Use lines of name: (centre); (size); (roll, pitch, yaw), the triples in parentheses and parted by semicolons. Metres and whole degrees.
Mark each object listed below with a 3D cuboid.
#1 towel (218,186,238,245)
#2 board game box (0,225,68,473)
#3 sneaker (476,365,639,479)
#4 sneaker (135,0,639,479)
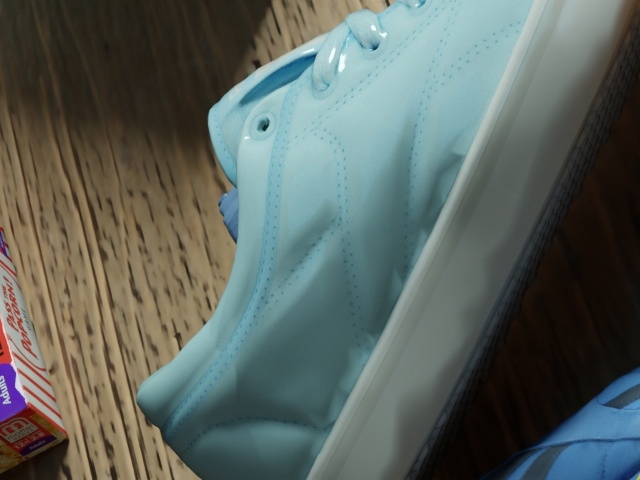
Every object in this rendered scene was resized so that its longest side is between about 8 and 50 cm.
towel: (0.000, 0.000, 0.905); (0.067, 0.029, 0.119); (-53, 46, 18)
board game box: (-0.243, 0.085, 1.058); (0.193, 0.045, 0.147); (-30, 54, 8)
sneaker: (0.110, 0.094, 0.753); (0.209, 0.069, 0.082); (-32, 23, 44)
sneaker: (0.033, -0.053, 0.780); (0.150, 0.135, 0.366); (27, 97, 10)
